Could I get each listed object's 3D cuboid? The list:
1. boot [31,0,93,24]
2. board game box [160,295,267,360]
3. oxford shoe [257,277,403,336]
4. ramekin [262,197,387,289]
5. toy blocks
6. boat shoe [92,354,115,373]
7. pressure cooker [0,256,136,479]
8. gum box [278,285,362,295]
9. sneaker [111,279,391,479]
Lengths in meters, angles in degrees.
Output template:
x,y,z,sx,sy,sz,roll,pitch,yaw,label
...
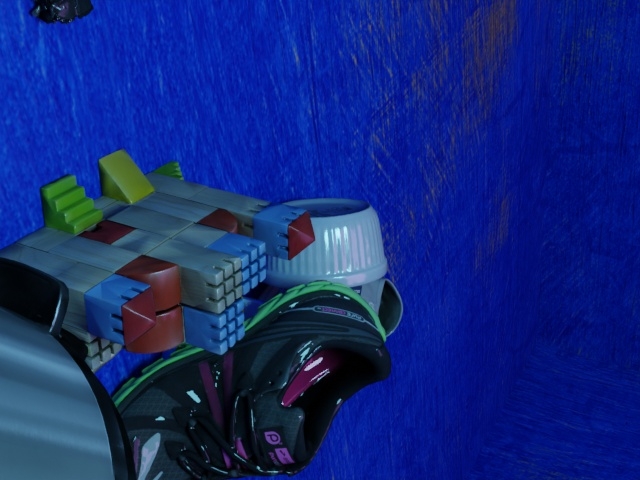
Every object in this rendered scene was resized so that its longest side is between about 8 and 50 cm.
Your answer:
x,y,z,sx,sy,sz,roll,pitch,yaw,label
-0.260,-0.290,1.024,0.121,0.045,0.099,-37,133,-42,boot
-0.129,0.160,1.420,0.211,0.039,0.160,16,90,-39,board game box
0.020,0.131,1.704,0.449,0.130,0.169,-6,112,-60,oxford shoe
0.000,0.000,1.520,0.207,0.207,0.109,-23,114,-58,ramekin
-0.179,0.036,1.105,0.381,0.260,0.191,-38,135,-51,toy blocks
-0.288,0.135,1.182,0.153,0.056,0.048,-47,112,-36,boat shoe
-0.346,0.207,0.716,0.376,0.369,0.420,65,9,24,pressure cooker
-0.012,0.158,1.567,0.157,0.041,0.185,4,98,-45,gum box
-0.113,0.235,1.287,0.482,0.202,0.185,-37,130,-9,sneaker
